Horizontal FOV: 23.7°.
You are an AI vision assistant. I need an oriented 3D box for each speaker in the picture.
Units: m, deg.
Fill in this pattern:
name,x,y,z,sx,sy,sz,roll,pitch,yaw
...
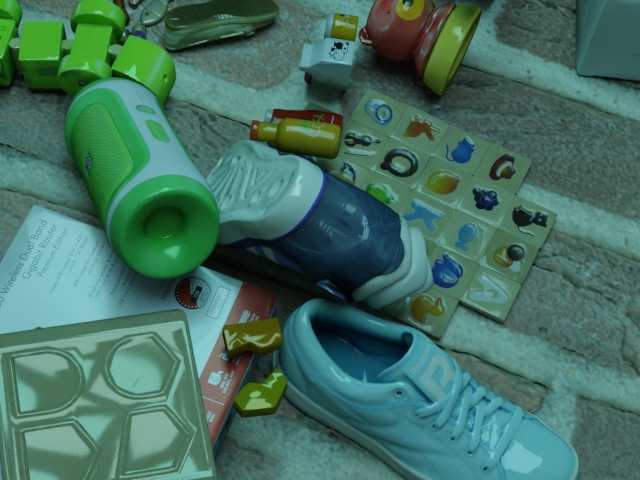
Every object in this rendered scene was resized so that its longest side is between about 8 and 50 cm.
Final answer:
name,x,y,z,sx,sy,sz,roll,pitch,yaw
speaker,-0.205,-0.076,1.706,0.131,0.131,0.296,-14,33,-14

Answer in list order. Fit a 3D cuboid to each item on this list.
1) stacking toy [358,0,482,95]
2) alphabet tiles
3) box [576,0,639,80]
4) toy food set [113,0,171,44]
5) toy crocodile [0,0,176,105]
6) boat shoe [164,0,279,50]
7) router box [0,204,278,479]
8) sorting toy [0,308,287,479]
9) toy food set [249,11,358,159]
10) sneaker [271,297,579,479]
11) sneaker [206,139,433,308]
name,x,y,z,sx,sy,sz,roll,pitch,yaw
stacking toy,0.172,-0.373,1.905,0.130,0.279,0.309,25,56,7
alphabet tiles,0.100,-0.039,1.850,0.343,0.011,0.285,25,60,9
box,0.459,-0.389,2.007,0.215,0.168,0.345,8,60,-2
toy food set,-0.247,-0.288,1.951,0.078,0.019,0.122,24,60,8
toy crocodile,-0.347,-0.227,1.866,0.341,0.105,0.115,6,59,2
boat shoe,-0.127,-0.278,1.951,0.153,0.048,0.056,-17,50,-23
router box,-0.245,0.160,1.650,0.301,0.082,0.335,20,59,5
sorting toy,-0.180,0.175,1.581,0.307,0.041,0.229,-8,56,-11
toy food set,-0.020,-0.180,1.849,0.105,0.111,0.232,9,54,0
sneaker,0.115,0.177,1.643,0.366,0.150,0.135,23,61,7
sneaker,0.000,0.000,1.719,0.236,0.323,0.130,34,81,-21
